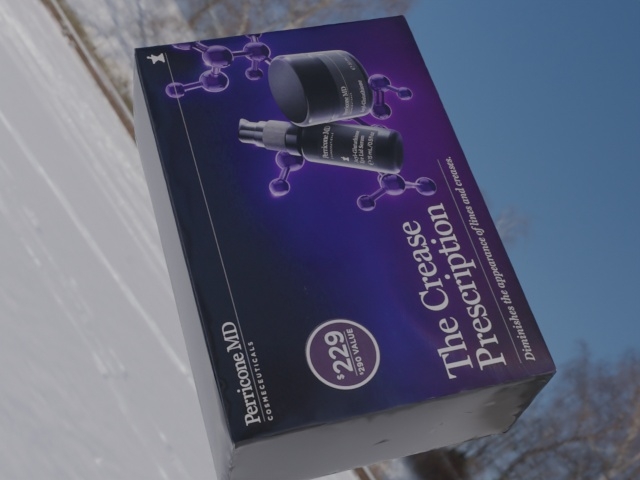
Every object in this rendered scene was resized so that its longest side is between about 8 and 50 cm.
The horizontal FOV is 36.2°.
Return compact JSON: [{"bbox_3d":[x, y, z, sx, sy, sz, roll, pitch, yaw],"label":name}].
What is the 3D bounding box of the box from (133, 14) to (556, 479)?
[{"bbox_3d":[0.000,0.000,0.596,0.103,0.184,0.261,101,-26,-59],"label":"box"}]
